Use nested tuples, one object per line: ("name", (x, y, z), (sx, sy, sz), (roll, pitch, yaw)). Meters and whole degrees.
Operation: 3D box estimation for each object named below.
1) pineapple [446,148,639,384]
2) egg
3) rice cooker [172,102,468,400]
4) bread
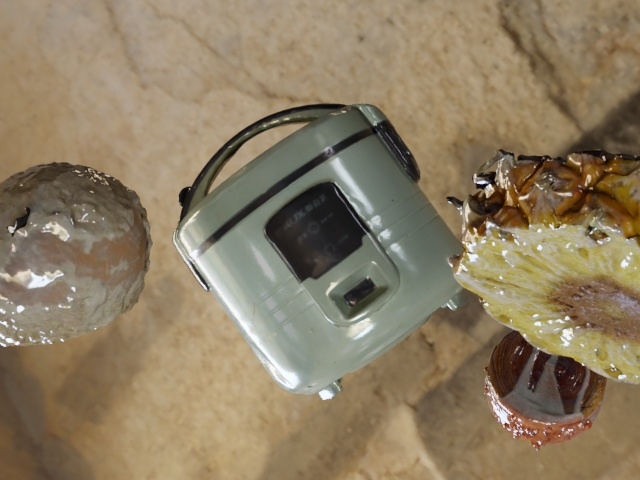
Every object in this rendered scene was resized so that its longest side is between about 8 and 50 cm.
("pineapple", (0.156, 0.026, 0.624), (0.221, 0.221, 0.047), (-17, -140, 59))
("egg", (-0.391, 0.019, 1.695), (0.310, 0.279, 0.279), (-22, -168, -18))
("rice cooker", (0.000, 0.000, 1.050), (0.226, 0.244, 0.226), (-34, 174, -4))
("bread", (0.288, 0.186, 1.509), (0.073, 0.160, 0.160), (90, 21, -56))
